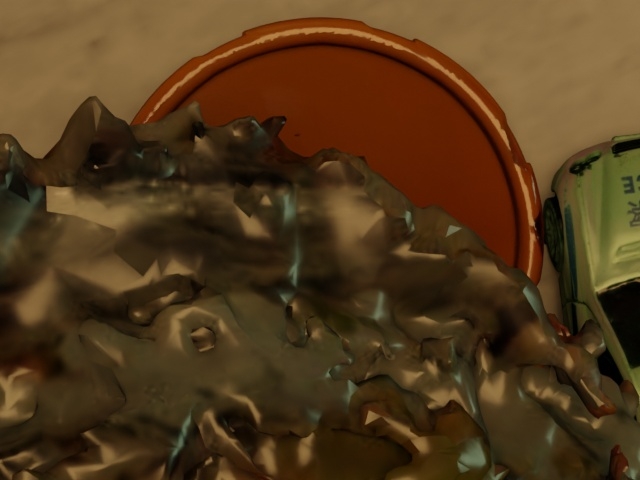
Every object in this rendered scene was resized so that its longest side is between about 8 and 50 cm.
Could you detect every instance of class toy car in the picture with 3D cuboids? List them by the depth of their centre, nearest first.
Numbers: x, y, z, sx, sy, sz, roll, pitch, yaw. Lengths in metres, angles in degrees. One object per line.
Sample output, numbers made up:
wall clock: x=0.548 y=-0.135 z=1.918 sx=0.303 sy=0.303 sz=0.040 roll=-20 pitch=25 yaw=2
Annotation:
toy car: x=0.155 y=0.063 z=0.761 sx=0.090 sy=0.076 sz=0.224 roll=-8 pitch=87 yaw=-2

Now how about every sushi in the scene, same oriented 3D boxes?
sushi: x=-0.024 y=0.158 z=0.611 sx=0.418 sy=0.176 sz=0.417 roll=11 pitch=57 yaw=-17

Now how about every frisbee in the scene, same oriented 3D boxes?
frisbee: x=0.000 y=0.000 z=0.776 sx=0.192 sy=0.035 sz=0.192 roll=0 pitch=94 yaw=-2
